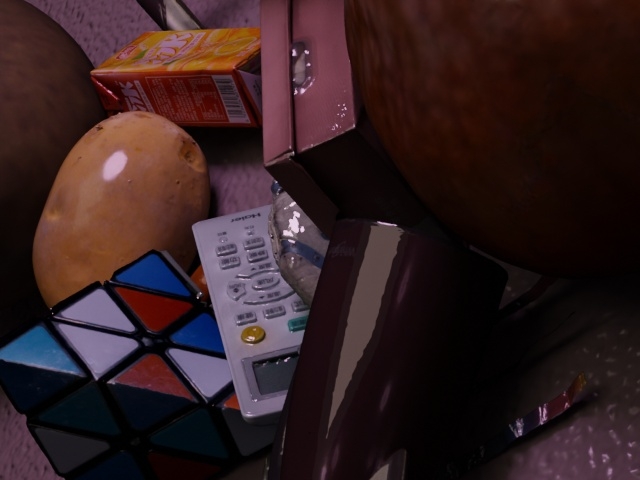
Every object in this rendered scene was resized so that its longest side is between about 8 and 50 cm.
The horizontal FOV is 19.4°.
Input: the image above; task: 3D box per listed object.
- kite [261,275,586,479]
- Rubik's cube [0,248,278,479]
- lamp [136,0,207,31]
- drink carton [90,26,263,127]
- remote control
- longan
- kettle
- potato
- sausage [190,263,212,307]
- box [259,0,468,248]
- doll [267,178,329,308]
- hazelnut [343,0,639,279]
[{"bbox_3d":[0.073,0.156,1.529,0.360,0.022,0.204,-34,40,32],"label":"kite"},{"bbox_3d":[-0.165,0.117,1.747,0.250,0.284,0.234,107,169,-47],"label":"Rubik's cube"},{"bbox_3d":[-0.078,-0.312,1.985,0.283,0.124,0.203,-40,71,9],"label":"lamp"},{"bbox_3d":[-0.124,-0.167,1.920,0.223,0.071,0.096,3,35,43],"label":"drink carton"},{"bbox_3d":[-0.044,0.062,1.689,0.103,0.051,0.293,-13,37,-5],"label":"remote control"},{"bbox_3d":[-0.392,-0.100,1.989,0.361,0.361,0.361,-29,43,31],"label":"longan"},{"bbox_3d":[0.030,0.113,1.473,0.202,0.144,0.232,3,71,56],"label":"kettle"},{"bbox_3d":[-0.202,-0.017,1.865,0.150,0.146,0.234,4,67,41],"label":"potato"},{"bbox_3d":[-0.126,0.073,1.802,0.131,0.041,0.039,-53,49,4],"label":"sausage"},{"bbox_3d":[0.038,-0.089,1.602,0.086,0.215,0.215,-23,44,22],"label":"box"},{"bbox_3d":[0.000,0.000,1.662,0.071,0.103,0.214,-56,24,36],"label":"doll"},{"bbox_3d":[0.188,-0.175,1.416,0.359,0.359,0.409,-45,44,13],"label":"hazelnut"}]
